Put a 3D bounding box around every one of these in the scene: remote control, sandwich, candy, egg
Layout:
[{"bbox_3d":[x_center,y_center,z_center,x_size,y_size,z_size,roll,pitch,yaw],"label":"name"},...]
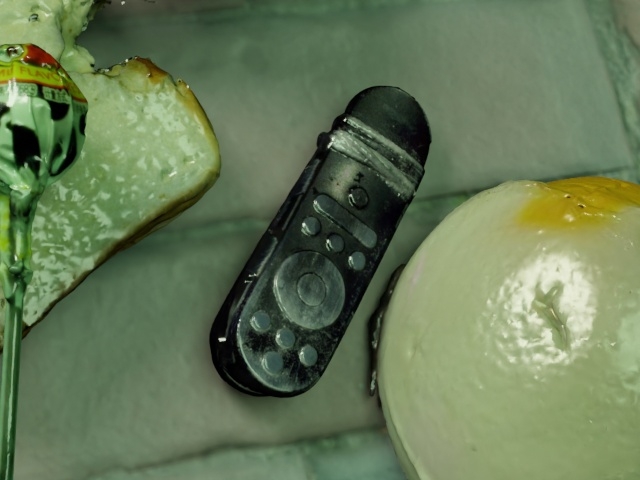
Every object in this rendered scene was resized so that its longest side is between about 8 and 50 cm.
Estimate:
[{"bbox_3d":[0.000,0.000,1.375,0.090,0.066,0.266,41,61,-22],"label":"remote control"},{"bbox_3d":[-0.222,-0.088,1.284,0.249,0.095,0.273,-38,93,-25],"label":"sandwich"},{"bbox_3d":[-0.199,0.027,1.183,0.091,0.083,0.305,5,84,-25],"label":"candy"},{"bbox_3d":[0.217,0.095,1.357,0.337,0.201,0.337,4,76,-19],"label":"egg"}]

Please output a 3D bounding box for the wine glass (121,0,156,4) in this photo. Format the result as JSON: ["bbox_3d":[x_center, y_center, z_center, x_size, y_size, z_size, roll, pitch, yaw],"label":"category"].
[{"bbox_3d":[-0.036,-0.256,1.335,0.321,0.143,0.143,-23,86,-38],"label":"wine glass"}]
